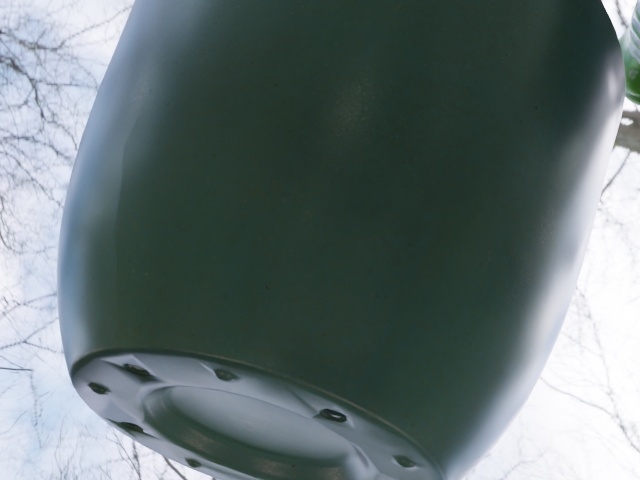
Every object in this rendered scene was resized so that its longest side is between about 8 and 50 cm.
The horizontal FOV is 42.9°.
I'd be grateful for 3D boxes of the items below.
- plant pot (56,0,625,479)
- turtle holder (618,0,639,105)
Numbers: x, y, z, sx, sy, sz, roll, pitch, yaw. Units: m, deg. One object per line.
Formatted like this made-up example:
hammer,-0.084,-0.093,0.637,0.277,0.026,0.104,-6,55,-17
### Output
plant pot,0.000,0.000,0.435,0.293,0.293,0.235,25,-123,-12
turtle holder,0.368,-0.179,0.508,0.243,0.227,0.320,42,-85,29
